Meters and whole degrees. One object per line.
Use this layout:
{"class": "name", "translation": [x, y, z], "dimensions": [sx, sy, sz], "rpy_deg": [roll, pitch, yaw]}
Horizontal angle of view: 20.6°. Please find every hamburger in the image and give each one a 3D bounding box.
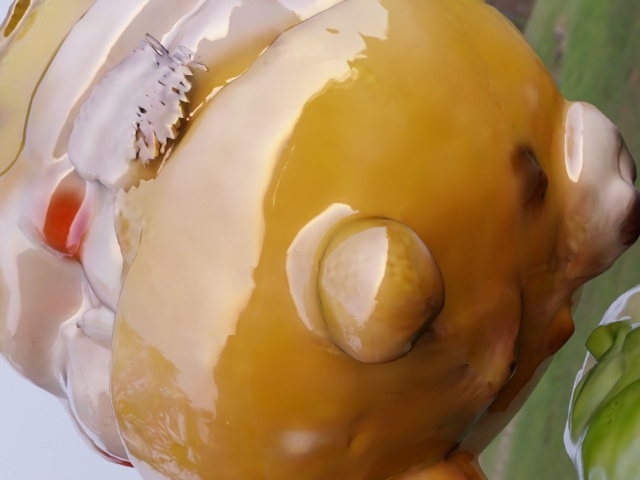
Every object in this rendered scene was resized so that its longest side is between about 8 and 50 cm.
{"class": "hamburger", "translation": [0.000, 0.000, 0.749], "dimensions": [0.276, 0.237, 0.276], "rpy_deg": [-25, -47, -30]}

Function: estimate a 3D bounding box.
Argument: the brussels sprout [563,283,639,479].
{"class": "brussels sprout", "translation": [0.203, 0.084, 0.695], "dimensions": [0.219, 0.210, 0.271], "rpy_deg": [-38, 23, -15]}
